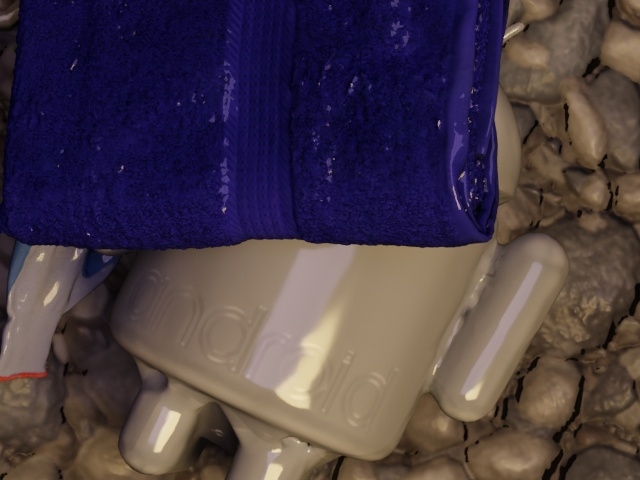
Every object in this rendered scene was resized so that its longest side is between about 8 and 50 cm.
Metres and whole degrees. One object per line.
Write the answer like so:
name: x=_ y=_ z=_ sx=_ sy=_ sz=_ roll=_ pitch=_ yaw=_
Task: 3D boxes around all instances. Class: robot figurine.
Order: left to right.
robot figurine: x=0.000 y=0.000 z=1.126 sx=0.300 sy=0.200 sz=0.353 roll=24 pitch=87 yaw=4

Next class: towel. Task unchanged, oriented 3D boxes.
towel: x=-0.043 y=-0.109 z=1.018 sx=0.308 sy=0.076 sz=0.228 roll=-1 pitch=75 yaw=25

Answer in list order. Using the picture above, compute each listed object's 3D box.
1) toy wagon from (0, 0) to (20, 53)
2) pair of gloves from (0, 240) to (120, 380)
toy wagon: x=-0.188 y=-0.292 z=1.156 sx=0.344 sy=0.068 sz=0.267 roll=-44 pitch=98 yaw=-7
pair of gloves: x=-0.202 y=0.018 z=1.128 sx=0.198 sy=0.023 sz=0.159 roll=6 pitch=105 yaw=-50
